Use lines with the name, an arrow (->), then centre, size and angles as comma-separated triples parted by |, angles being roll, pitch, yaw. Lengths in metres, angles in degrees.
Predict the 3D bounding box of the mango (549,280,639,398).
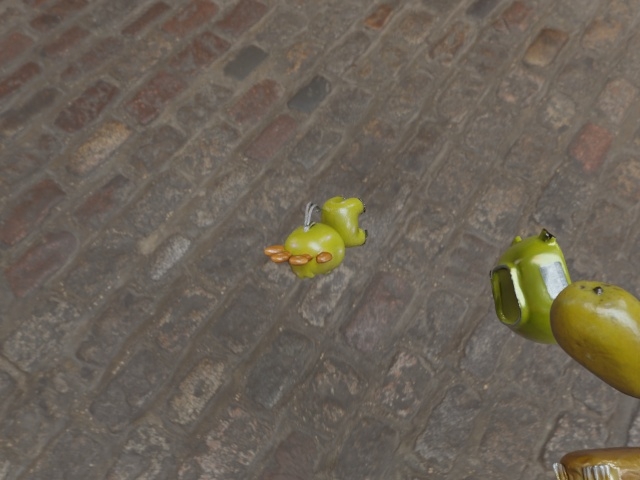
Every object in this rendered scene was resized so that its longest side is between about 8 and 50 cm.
mango -> 0.424, 0.145, 0.809 | 0.098, 0.137, 0.195 | -37, 90, -34

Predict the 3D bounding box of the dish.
dish -> 0.466, 0.114, 1.271 | 0.108, 0.221, 0.263 | -7, 84, -13

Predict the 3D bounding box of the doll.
doll -> 0.000, 0.000, 1.052 | 0.143, 0.135, 0.221 | 10, 26, 37

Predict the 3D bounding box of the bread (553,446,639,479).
bread -> 0.622, 0.488, 1.153 | 0.241, 0.136, 0.107 | 2, 71, -16
